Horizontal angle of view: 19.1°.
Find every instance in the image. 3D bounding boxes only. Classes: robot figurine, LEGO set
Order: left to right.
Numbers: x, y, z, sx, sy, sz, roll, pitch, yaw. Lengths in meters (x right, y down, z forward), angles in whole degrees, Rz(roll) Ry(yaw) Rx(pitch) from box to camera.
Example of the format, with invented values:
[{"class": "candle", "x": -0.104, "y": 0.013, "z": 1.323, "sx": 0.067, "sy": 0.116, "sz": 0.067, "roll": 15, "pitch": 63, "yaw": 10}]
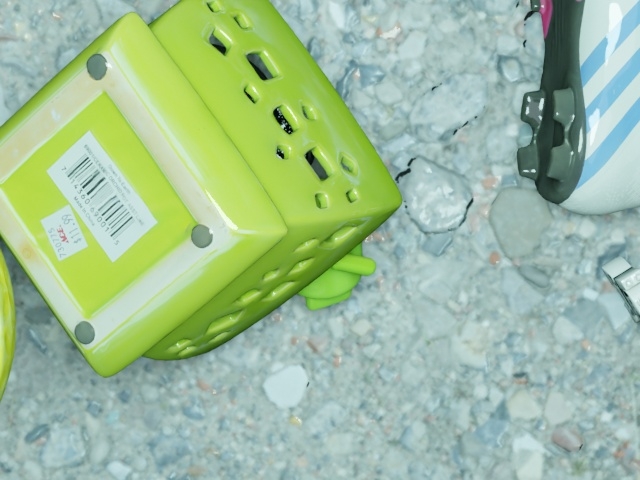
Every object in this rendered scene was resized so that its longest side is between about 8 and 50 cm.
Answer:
[{"class": "robot figurine", "x": 0.000, "y": 0.000, "z": 1.535, "sx": 0.067, "sy": 0.101, "sz": 0.115, "roll": -17, "pitch": 130, "yaw": -17}, {"class": "LEGO set", "x": 0.333, "y": 0.099, "z": 1.573, "sx": 0.087, "sy": 0.093, "sz": 0.227, "roll": -32, "pitch": 95, "yaw": -2}]

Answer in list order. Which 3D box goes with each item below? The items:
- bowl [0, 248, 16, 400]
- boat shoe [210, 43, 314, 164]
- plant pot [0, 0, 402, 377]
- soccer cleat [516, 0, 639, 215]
[{"class": "bowl", "x": -0.345, "y": 0.051, "z": 1.419, "sx": 0.289, "sy": 0.156, "sz": 0.289, "roll": 1, "pitch": 97, "yaw": 12}, {"class": "boat shoe", "x": -0.054, "y": -0.108, "z": 1.553, "sx": 0.049, "sy": 0.042, "sz": 0.133, "roll": -40, "pitch": 95, "yaw": 1}, {"class": "plant pot", "x": -0.114, "y": -0.042, "z": 1.416, "sx": 0.227, "sy": 0.207, "sz": 0.228, "roll": -38, "pitch": 82, "yaw": 26}, {"class": "soccer cleat", "x": 0.247, "y": -0.185, "z": 1.551, "sx": 0.143, "sy": 0.116, "sz": 0.331, "roll": 4, "pitch": 96, "yaw": -21}]
